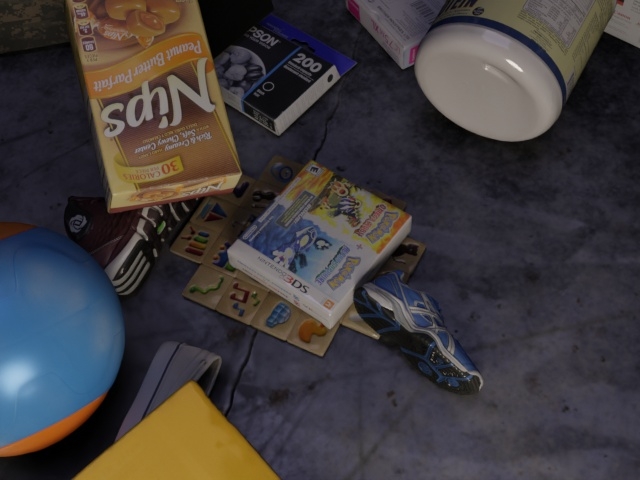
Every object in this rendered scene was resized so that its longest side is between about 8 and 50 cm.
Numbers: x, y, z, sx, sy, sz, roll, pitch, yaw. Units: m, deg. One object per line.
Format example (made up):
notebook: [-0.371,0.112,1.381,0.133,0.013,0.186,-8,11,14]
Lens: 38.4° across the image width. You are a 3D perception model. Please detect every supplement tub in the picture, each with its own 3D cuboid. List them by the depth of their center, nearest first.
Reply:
supplement tub: [0.314,-0.342,1.421,0.235,0.235,0.325,24,68,18]

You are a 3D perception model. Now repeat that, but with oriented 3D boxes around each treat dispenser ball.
treat dispenser ball: [-0.389,0.120,1.138,0.288,0.288,0.288,-1,56,2]

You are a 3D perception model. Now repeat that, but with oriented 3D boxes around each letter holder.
letter holder: [-0.268,-0.384,1.524,0.214,0.152,0.302,27,61,37]

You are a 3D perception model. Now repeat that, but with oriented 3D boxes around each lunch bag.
lunch bag: [-0.493,-0.491,1.620,0.235,0.169,0.287,-11,61,-3]

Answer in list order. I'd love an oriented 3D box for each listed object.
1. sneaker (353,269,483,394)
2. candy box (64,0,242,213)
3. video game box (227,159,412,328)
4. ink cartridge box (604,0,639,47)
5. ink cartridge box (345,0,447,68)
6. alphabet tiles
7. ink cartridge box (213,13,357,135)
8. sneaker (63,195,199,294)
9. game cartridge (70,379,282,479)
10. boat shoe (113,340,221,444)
sneaker: [0.143,0.119,1.236,0.081,0.080,0.211,-36,70,-29]
candy box: [-0.240,-0.210,1.297,0.182,0.087,0.317,-11,76,-18]
video game box: [0.000,0.000,1.330,0.187,0.048,0.205,31,63,19]
ink cartridge box: [0.554,-0.448,1.476,0.309,0.272,0.130,33,64,21]
ink cartridge box: [0.221,-0.433,1.609,0.311,0.065,0.186,-29,60,-13]
alphabet tiles: [-0.034,0.012,1.358,0.342,0.011,0.285,21,60,16]
ink cartridge box: [-0.080,-0.296,1.543,0.206,0.045,0.208,33,63,24]
sneaker: [-0.287,-0.065,1.367,0.162,0.106,0.281,19,60,18]
game cartridge: [-0.150,0.370,1.050,0.285,0.053,0.324,-39,79,-21]
boat shoe: [-0.195,0.251,1.163,0.088,0.096,0.268,8,49,13]
